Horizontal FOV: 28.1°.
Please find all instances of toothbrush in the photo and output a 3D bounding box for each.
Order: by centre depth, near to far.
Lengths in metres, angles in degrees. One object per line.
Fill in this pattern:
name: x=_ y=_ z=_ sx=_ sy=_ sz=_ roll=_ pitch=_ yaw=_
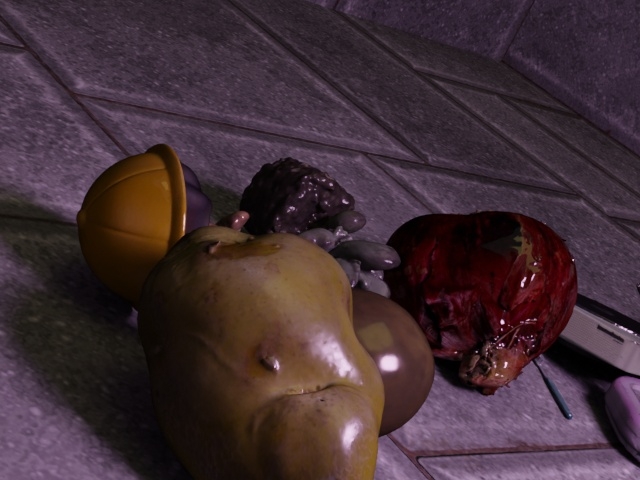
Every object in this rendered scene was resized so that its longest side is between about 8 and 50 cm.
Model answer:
toothbrush: x=0.332 y=0.205 z=1.822 sx=0.011 sy=0.014 sz=0.167 roll=30 pitch=18 yaw=-20

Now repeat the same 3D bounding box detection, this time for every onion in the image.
onion: x=0.210 y=0.059 z=1.748 sx=0.281 sy=0.281 sz=0.221 roll=35 pitch=-23 yaw=19

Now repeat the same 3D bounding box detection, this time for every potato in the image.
potato: x=-0.053 y=0.132 z=1.207 sx=0.202 sy=0.218 sz=0.351 roll=68 pitch=0 yaw=-57

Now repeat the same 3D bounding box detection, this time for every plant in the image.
plant: x=0.000 y=-0.002 z=1.708 sx=0.149 sy=0.146 sz=0.274 roll=16 pitch=23 yaw=-37

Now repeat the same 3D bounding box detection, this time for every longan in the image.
longan: x=0.022 y=0.132 z=1.387 sx=0.204 sy=0.159 sz=0.185 roll=15 pitch=24 yaw=7

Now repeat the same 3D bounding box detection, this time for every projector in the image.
projector: x=0.433 y=0.146 z=1.973 sx=0.259 sy=0.079 sz=0.257 roll=16 pitch=12 yaw=-47

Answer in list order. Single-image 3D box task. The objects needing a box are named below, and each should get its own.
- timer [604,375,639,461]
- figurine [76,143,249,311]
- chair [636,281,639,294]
timer: x=0.499 y=0.275 z=1.785 sx=0.208 sy=0.069 sz=0.191 roll=22 pitch=20 yaw=-11
figurine: x=-0.160 y=0.011 z=1.453 sx=0.257 sy=0.167 sz=0.192 roll=41 pitch=-5 yaw=-37
chair: x=0.642 y=0.167 z=2.119 sx=0.172 sy=0.247 sz=0.159 roll=-25 pitch=41 yaw=-14
